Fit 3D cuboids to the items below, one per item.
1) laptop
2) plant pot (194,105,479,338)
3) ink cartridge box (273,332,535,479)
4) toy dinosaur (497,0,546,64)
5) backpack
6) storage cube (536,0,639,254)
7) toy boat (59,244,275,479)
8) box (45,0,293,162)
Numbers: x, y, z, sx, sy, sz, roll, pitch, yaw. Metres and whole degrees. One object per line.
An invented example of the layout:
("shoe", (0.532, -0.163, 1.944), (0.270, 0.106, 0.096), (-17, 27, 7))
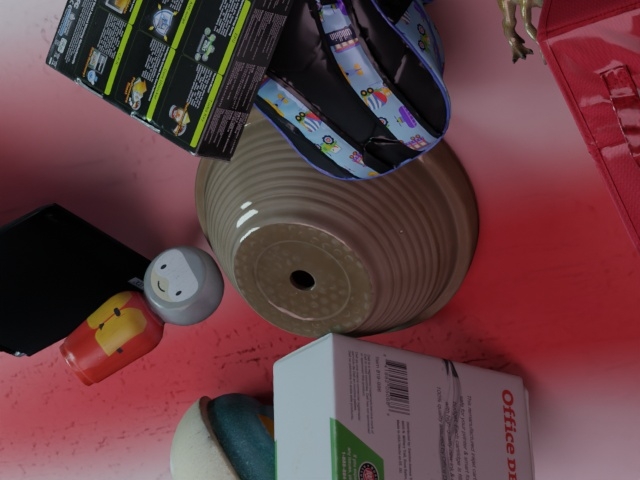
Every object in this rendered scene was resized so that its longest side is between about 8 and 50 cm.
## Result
("laptop", (-0.303, 0.005, 1.643), (0.264, 0.136, 0.234), (27, 175, 26))
("plant pot", (0.000, 0.000, 1.550), (0.237, 0.110, 0.237), (11, 130, 14))
("ink cartridge box", (0.070, 0.174, 1.574), (0.208, 0.153, 0.087), (15, 151, -33))
("toy dinosaur", (0.139, -0.175, 1.349), (0.053, 0.183, 0.092), (-30, 108, -7))
("backpack", (0.020, -0.138, 1.427), (0.158, 0.117, 0.173), (-30, 111, 36))
("storage cube", (0.275, -0.132, 1.276), (0.193, 0.215, 0.184), (-17, 118, 24))
("toy boat", (-0.074, 0.160, 1.643), (0.148, 0.267, 0.318), (-36, 105, 1))
("box", (-0.100, -0.178, 1.382), (0.184, 0.045, 0.191), (30, 104, 36))
